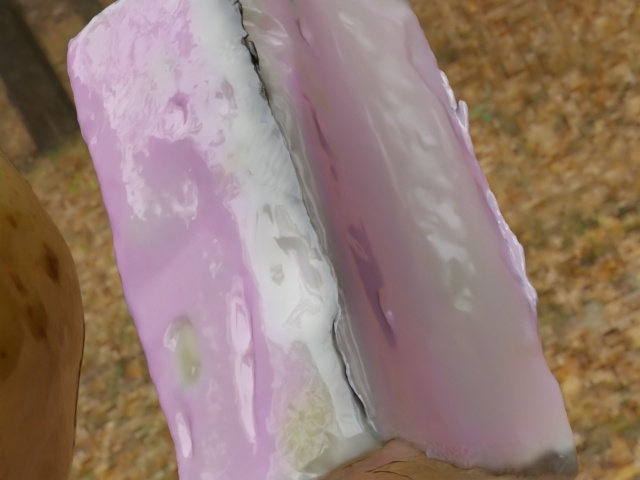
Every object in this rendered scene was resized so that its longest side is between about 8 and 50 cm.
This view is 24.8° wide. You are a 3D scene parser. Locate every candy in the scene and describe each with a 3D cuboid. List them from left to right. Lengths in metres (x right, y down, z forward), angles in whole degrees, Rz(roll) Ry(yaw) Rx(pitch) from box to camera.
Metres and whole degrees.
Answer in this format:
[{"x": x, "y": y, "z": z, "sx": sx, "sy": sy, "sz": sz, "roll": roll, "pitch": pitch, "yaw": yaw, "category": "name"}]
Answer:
[{"x": 0.000, "y": 0.000, "z": 0.636, "sx": 0.116, "sy": 0.265, "sz": 0.155, "roll": -36, "pitch": -30, "yaw": 31, "category": "candy"}]

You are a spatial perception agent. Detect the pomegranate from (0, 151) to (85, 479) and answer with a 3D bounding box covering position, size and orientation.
[{"x": -0.320, "y": 0.056, "z": 0.707, "sx": 0.410, "sy": 0.410, "sz": 0.410, "roll": -28, "pitch": 12, "yaw": 7, "category": "pomegranate"}]
